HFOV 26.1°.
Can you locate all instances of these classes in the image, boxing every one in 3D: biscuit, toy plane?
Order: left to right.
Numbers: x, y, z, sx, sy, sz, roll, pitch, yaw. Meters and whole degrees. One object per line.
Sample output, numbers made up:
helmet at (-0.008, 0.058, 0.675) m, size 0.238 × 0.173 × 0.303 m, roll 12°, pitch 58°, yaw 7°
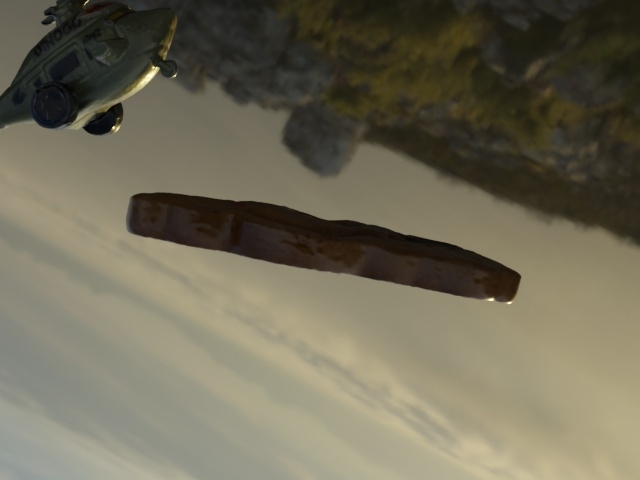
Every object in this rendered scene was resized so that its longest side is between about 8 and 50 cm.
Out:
toy plane at (-0.236, -0.118, 1.121) m, size 0.108 × 0.286 × 0.092 m, roll 62°, pitch -160°, yaw 8°
biscuit at (0.000, 0.000, 1.188) m, size 0.333 × 0.047 × 0.202 m, roll 10°, pitch -178°, yaw -4°
